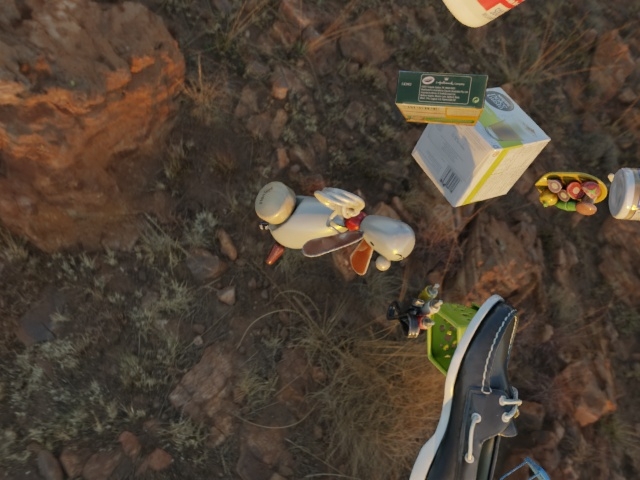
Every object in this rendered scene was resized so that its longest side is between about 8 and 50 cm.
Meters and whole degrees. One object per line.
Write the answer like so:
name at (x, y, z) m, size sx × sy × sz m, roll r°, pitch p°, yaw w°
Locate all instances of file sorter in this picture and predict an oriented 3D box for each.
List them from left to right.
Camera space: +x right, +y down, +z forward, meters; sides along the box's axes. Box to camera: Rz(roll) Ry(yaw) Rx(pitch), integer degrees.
file sorter at (0.556, 0.668, 1.226) m, size 0.105 × 0.118 × 0.170 m, roll -34°, pitch 78°, yaw 0°

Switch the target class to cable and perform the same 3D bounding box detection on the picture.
cable at (0.241, 0.205, 1.284) m, size 0.072 × 0.287 × 0.139 m, roll 16°, pitch 71°, yaw -3°

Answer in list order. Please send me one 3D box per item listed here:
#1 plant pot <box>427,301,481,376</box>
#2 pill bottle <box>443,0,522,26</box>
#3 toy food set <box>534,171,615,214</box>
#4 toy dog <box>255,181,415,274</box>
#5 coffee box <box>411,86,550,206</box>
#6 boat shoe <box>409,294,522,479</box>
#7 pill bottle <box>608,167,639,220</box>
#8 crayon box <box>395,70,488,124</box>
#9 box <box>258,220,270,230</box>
plant pot at (0.516, 0.345, 1.689) m, size 0.207 × 0.228 × 0.226 m, roll -6°, pitch 105°, yaw -13°
pill bottle at (0.397, -0.576, 0.827) m, size 0.229 × 0.408 × 0.228 m, roll 20°, pitch 61°, yaw -40°
toy food set at (0.677, -0.117, 1.286) m, size 0.128 × 0.218 × 0.071 m, roll 45°, pitch 66°, yaw -37°
toy dog at (0.000, 0.000, 0.932) m, size 0.220 × 0.334 × 0.160 m, roll 23°, pitch 86°, yaw -33°
coffee box at (0.661, -0.395, 2.033) m, size 0.335 × 0.338 × 0.337 m, roll -15°, pitch 59°, yaw -27°
boat shoe at (0.203, 0.220, 0.607) m, size 0.114 × 0.091 × 0.302 m, roll -3°, pitch 110°, yaw -48°
pill bottle at (0.440, -0.056, 0.608) m, size 0.120 × 0.067 × 0.066 m, roll 5°, pitch 65°, yaw 13°
crayon box at (0.315, -0.365, 1.262) m, size 0.203 × 0.323 × 0.083 m, roll 8°, pitch 98°, yaw 14°
box at (-0.107, -0.046, 1.237) m, size 0.067 × 0.083 × 0.018 m, roll -36°, pitch 118°, yaw -45°
